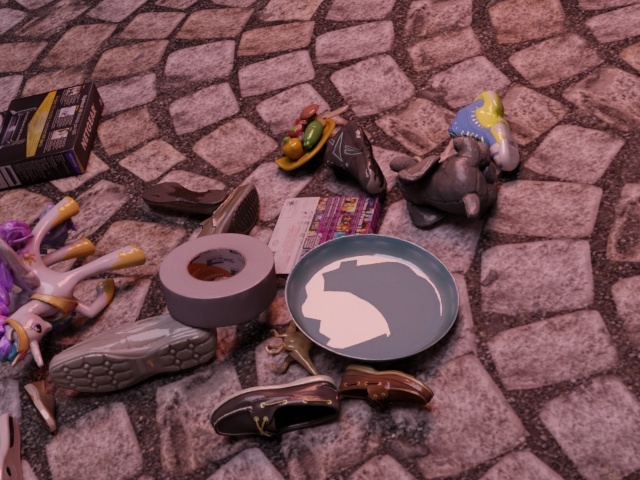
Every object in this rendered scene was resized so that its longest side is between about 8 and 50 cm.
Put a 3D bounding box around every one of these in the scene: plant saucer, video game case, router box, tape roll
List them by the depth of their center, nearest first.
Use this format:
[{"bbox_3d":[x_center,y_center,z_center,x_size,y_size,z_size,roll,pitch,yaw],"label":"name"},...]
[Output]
[{"bbox_3d":[0.093,0.109,1.797,0.318,0.043,0.317,1,43,-1],"label":"plant saucer"},{"bbox_3d":[-0.193,0.073,1.870,0.219,0.072,0.219,-4,32,3],"label":"tape roll"},{"bbox_3d":[0.000,0.000,2.000,0.210,0.042,0.232,-1,44,19],"label":"video game case"},{"bbox_3d":[-0.708,-0.273,2.537,0.243,0.081,0.309,-11,41,10],"label":"router box"}]

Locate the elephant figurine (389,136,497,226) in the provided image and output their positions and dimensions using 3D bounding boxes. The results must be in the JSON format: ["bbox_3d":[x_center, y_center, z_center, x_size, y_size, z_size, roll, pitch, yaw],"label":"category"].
[{"bbox_3d":[0.225,-0.110,1.982,0.239,0.186,0.169,-8,84,28],"label":"elephant figurine"}]

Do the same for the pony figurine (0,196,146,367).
[{"bbox_3d":[-0.589,0.064,1.968,0.351,0.303,0.363,37,45,8],"label":"pony figurine"}]

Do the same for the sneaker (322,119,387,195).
[{"bbox_3d":[0.072,-0.163,2.131,0.106,0.101,0.267,-27,31,6],"label":"sneaker"}]

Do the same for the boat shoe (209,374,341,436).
[{"bbox_3d":[-0.078,0.293,1.674,0.228,0.081,0.068,-16,36,-1],"label":"boat shoe"}]

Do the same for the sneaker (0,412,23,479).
[{"bbox_3d":[-0.600,0.411,1.749,0.121,0.079,0.217,-23,32,-1],"label":"sneaker"}]

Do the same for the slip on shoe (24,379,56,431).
[{"bbox_3d":[-0.518,0.309,1.850,0.041,0.051,0.135,-23,33,-24],"label":"slip on shoe"}]

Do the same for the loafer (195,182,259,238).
[{"bbox_3d":[-0.213,-0.032,2.075,0.087,0.094,0.251,13,50,26],"label":"loafer"}]

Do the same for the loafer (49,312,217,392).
[{"bbox_3d":[-0.352,0.205,1.862,0.319,0.112,0.111,-11,35,-4],"label":"loafer"}]

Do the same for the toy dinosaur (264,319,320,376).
[{"bbox_3d":[-0.050,0.200,1.790,0.093,0.053,0.183,-22,40,-6],"label":"toy dinosaur"}]

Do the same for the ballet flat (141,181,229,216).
[{"bbox_3d":[-0.301,-0.086,2.207,0.250,0.058,0.084,7,43,33],"label":"ballet flat"}]

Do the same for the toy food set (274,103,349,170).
[{"bbox_3d":[-0.038,-0.253,2.244,0.128,0.071,0.218,-14,33,43],"label":"toy food set"}]

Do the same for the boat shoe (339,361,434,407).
[{"bbox_3d":[0.109,0.256,1.665,0.178,0.064,0.060,8,54,37],"label":"boat shoe"}]

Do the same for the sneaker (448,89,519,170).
[{"bbox_3d":[0.345,-0.215,2.097,0.126,0.091,0.240,-25,38,21],"label":"sneaker"}]
